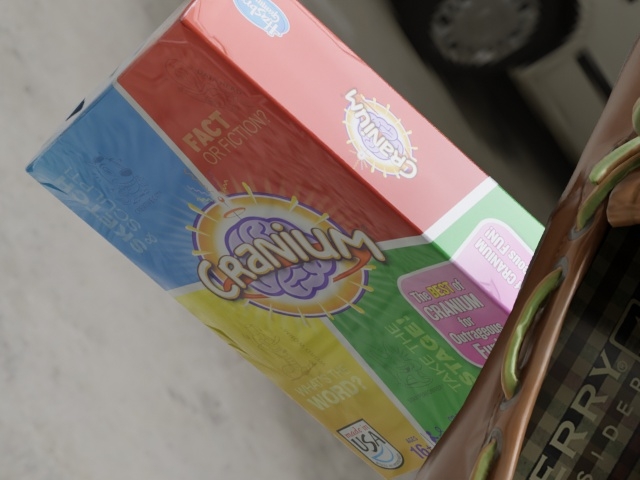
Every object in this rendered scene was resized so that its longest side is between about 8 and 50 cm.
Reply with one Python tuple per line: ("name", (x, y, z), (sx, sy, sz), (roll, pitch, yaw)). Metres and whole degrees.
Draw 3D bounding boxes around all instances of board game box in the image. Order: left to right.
("board game box", (0.000, 0.000, 1.096), (0.316, 0.242, 0.064), (41, 57, -10))

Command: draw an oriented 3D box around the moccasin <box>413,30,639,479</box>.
("moccasin", (0.153, 0.003, 0.728), (0.139, 0.380, 0.147), (38, -8, -7))
